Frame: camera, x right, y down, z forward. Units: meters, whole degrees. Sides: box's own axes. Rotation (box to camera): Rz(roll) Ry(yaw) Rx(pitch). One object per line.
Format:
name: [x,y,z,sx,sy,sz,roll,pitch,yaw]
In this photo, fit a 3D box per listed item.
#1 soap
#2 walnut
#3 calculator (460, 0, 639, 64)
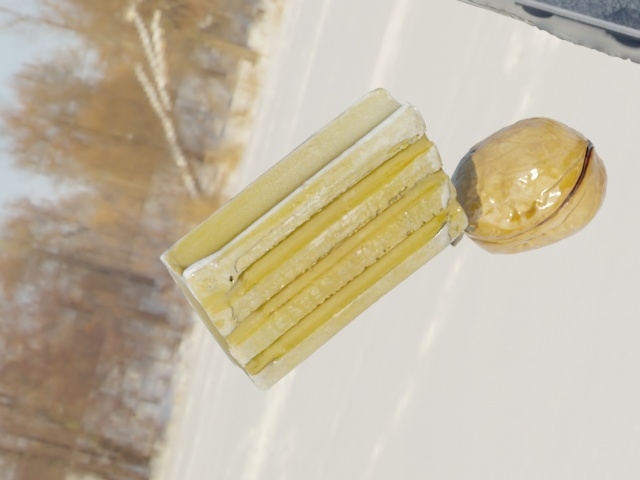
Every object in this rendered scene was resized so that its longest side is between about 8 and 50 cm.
soap: [0.000,0.000,1.305,0.089,0.274,0.173,38,163,49]
walnut: [0.229,-0.059,1.475,0.180,0.144,0.144,-33,31,32]
calculator: [0.173,-0.170,0.711,0.028,0.274,0.166,-38,-39,-39]
